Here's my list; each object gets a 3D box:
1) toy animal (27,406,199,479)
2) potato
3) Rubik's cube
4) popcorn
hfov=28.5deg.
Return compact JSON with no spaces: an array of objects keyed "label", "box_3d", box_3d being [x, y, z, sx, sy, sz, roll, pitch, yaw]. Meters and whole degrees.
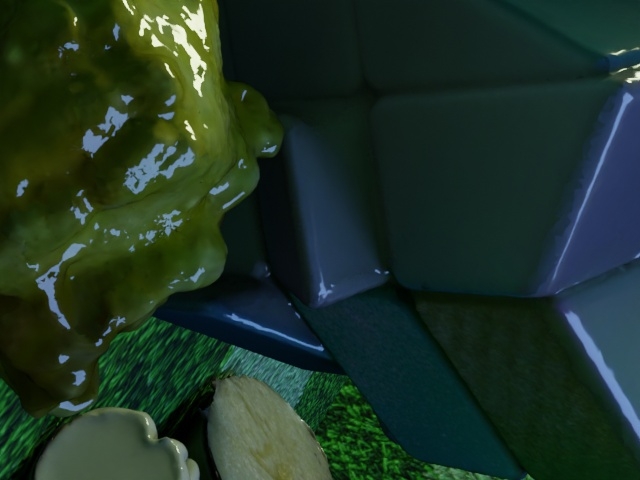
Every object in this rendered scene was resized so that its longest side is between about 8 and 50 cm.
[{"label":"toy animal","box_3d":[-0.176,0.232,1.016,0.178,0.127,0.193,-50,168,-37]},{"label":"potato","box_3d":[-0.151,0.365,1.441,0.296,0.290,0.397,-34,-142,12]},{"label":"Rubik's cube","box_3d":[0.099,-0.048,0.691,0.358,0.387,0.368,-17,136,-39]},{"label":"popcorn","box_3d":[-0.099,-0.032,0.513,0.197,0.156,0.197,-51,173,-9]}]
